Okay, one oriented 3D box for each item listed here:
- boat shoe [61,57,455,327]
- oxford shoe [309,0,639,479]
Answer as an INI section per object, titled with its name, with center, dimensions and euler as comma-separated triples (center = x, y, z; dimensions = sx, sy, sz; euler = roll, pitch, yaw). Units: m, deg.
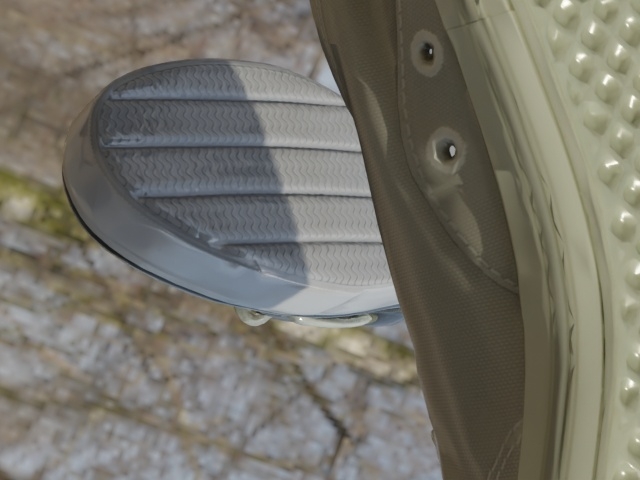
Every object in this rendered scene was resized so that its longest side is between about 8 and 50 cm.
[boat shoe]
center = 0.000, 0.000, 0.892
dimensions = 0.119, 0.335, 0.121
euler = -32, -119, 39
[oxford shoe]
center = 0.095, 0.040, 0.610
dimensions = 0.130, 0.169, 0.449
euler = -20, -98, 54
